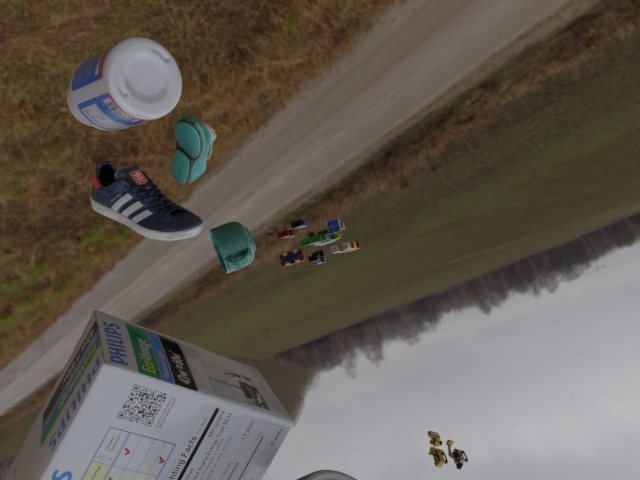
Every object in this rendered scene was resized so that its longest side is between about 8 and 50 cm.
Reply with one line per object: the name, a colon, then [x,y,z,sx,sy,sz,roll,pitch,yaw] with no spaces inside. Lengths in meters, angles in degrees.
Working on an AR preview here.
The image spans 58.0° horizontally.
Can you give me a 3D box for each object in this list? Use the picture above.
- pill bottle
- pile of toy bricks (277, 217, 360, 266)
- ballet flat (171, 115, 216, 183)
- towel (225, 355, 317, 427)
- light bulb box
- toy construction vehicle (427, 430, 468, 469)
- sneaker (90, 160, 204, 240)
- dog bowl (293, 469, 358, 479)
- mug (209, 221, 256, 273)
pill bottle: [-0.331,-0.245,0.941,0.124,0.124,0.222,-14,-169,-41]
pile of toy bricks: [0.000,0.000,1.463,0.212,0.118,0.105,-16,172,29]
ballet flat: [-0.272,-0.210,1.254,0.087,0.083,0.247,-44,177,-29]
towel: [-0.168,0.400,1.542,0.282,0.049,0.187,7,-145,16]
light bulb box: [-0.309,0.371,1.030,0.361,0.357,0.225,29,-179,-29]
toy construction vehicle: [0.273,0.468,1.272,0.086,0.035,0.098,18,-162,-15]
sneaker: [-0.455,-0.112,1.490,0.350,0.148,0.131,18,-153,18]
dog bowl: [0.040,0.524,0.904,0.102,0.348,0.349,-45,163,18]
mug: [-0.229,0.024,1.574,0.097,0.157,0.129,-23,155,-16]
